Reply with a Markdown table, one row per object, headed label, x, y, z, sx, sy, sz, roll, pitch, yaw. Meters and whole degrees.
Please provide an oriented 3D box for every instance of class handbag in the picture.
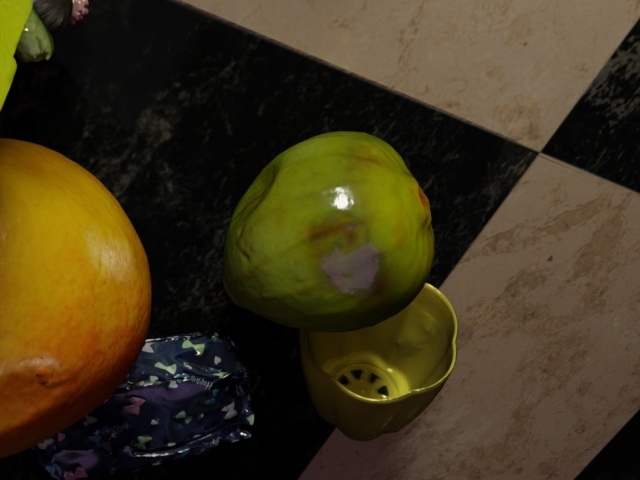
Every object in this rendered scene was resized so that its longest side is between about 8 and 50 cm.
| label | x | y | z | sx | sy | sz | roll | pitch | yaw |
| --- | --- | --- | --- | --- | --- | --- | --- | --- | --- |
| handbag | -0.210 | 0.193 | 0.991 | 0.260 | 0.113 | 0.162 | -7 | 124 | -21 |

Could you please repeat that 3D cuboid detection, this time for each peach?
| label | x | y | z | sx | sy | sz | roll | pitch | yaw |
| --- | --- | --- | --- | --- | --- | --- | --- | --- | --- |
| peach | -0.283 | 0.053 | 0.718 | 0.308 | 0.289 | 0.289 | 30 | 110 | -35 |

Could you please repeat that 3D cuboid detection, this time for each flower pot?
| label | x | y | z | sx | sy | sz | roll | pitch | yaw |
| --- | --- | --- | --- | --- | --- | --- | --- | --- | --- |
| flower pot | 0.065 | 0.155 | 1.061 | 0.195 | 0.195 | 0.179 | -15 | 145 | -15 |

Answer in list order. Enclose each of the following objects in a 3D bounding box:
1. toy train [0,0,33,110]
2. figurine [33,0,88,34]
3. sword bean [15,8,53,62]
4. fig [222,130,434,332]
| label | x | y | z | sx | sy | sz | roll | pitch | yaw |
| --- | --- | --- | --- | --- | --- | --- | --- | --- | --- |
| toy train | -0.344 | -0.149 | 0.490 | 0.369 | 0.237 | 0.150 | -5 | 143 | 14 |
| figurine | -0.256 | -0.173 | 0.692 | 0.129 | 0.054 | 0.072 | -35 | 143 | 7 |
| sword bean | -0.277 | -0.241 | 0.595 | 0.038 | 0.043 | 0.269 | -37 | 120 | -10 |
| fig | 0.002 | 0.000 | 0.872 | 0.230 | 0.207 | 0.207 | -22 | 135 | -3 |
